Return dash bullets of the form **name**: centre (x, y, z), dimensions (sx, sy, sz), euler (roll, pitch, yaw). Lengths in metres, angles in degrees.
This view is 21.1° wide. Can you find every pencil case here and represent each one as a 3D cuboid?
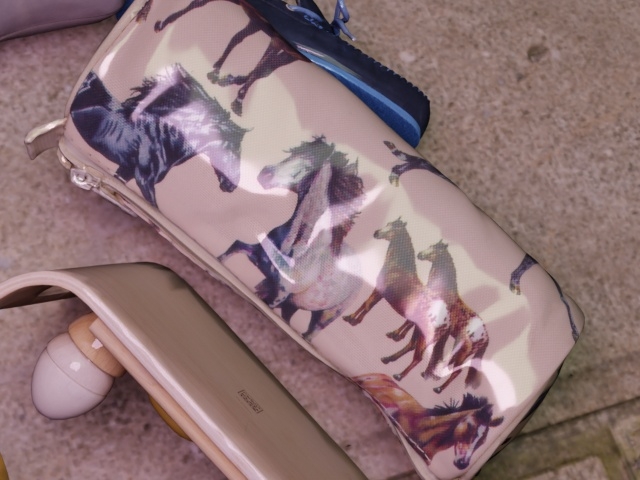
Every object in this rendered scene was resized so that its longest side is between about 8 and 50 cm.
- **pencil case**: centre (0.000, 0.000, 1.195), dimensions (0.410, 0.160, 0.183), euler (41, 83, 1)

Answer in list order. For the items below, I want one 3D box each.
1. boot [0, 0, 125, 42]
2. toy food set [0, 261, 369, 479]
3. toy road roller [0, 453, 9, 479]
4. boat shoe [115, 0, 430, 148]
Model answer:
- **boot**: centre (-0.288, -0.093, 1.203), dimensions (0.338, 0.118, 0.222), euler (-9, 72, -8)
- **toy food set**: centre (-0.076, 0.134, 1.106), dimensions (0.092, 0.220, 0.306), euler (-44, 84, 7)
- **toy road roller**: centre (-0.331, 0.204, 1.024), dimensions (0.329, 0.240, 0.202), euler (-31, 74, 12)
- **boat shoe**: centre (-0.026, -0.159, 1.301), dimensions (0.258, 0.109, 0.089), euler (30, 58, -4)
